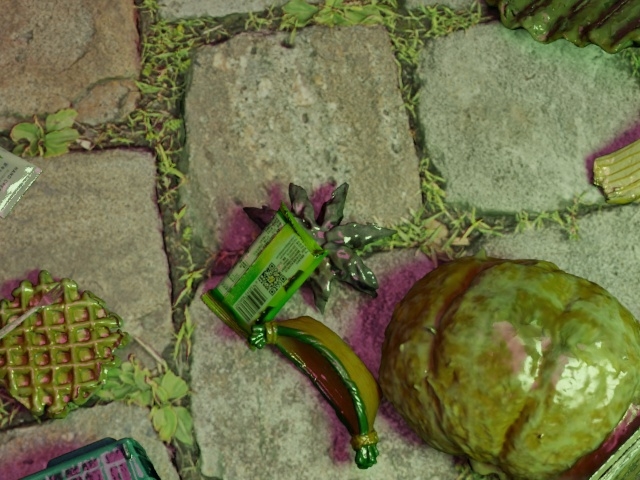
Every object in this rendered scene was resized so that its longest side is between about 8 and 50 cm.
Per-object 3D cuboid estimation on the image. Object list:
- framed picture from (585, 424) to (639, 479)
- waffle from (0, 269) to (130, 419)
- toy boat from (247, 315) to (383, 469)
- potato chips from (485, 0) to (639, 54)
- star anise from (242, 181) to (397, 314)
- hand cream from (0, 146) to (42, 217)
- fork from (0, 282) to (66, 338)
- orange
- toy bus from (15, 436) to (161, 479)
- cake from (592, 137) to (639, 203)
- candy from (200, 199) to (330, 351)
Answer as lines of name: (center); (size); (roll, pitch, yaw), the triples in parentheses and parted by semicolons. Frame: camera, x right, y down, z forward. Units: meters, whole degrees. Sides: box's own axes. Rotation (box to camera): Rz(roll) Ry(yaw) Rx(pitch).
framed picture: (0.423, 0.245, 1.462); (0.274, 0.217, 0.017); (-43, 50, -11)
waffle: (-0.345, 0.131, 1.582); (0.183, 0.036, 0.169); (38, 73, 12)
toy boat: (0.008, 0.177, 1.539); (0.088, 0.089, 0.229); (-39, 79, -26)
potato chips: (0.427, -0.427, 1.723); (0.358, 0.070, 0.429); (35, 71, 25)
star anise: (0.000, 0.000, 1.610); (0.181, 0.061, 0.204); (-35, 75, -10)
hand cream: (-0.457, -0.104, 1.655); (0.142, 0.053, 0.084); (35, 75, 0)
fork: (-0.373, 0.094, 1.572); (0.115, 0.012, 0.016); (-40, 70, -11)
orange: (0.260, 0.146, 1.490); (0.369, 0.210, 0.270); (24, 63, 10)
toy bus: (-0.304, 0.335, 1.471); (0.256, 0.128, 0.147); (-22, 72, -5)
cake: (0.458, -0.112, 1.622); (0.185, 0.116, 0.079); (-12, 74, -9)
candy: (-0.070, 0.045, 1.576); (0.102, 0.032, 0.178); (47, 110, 22)
